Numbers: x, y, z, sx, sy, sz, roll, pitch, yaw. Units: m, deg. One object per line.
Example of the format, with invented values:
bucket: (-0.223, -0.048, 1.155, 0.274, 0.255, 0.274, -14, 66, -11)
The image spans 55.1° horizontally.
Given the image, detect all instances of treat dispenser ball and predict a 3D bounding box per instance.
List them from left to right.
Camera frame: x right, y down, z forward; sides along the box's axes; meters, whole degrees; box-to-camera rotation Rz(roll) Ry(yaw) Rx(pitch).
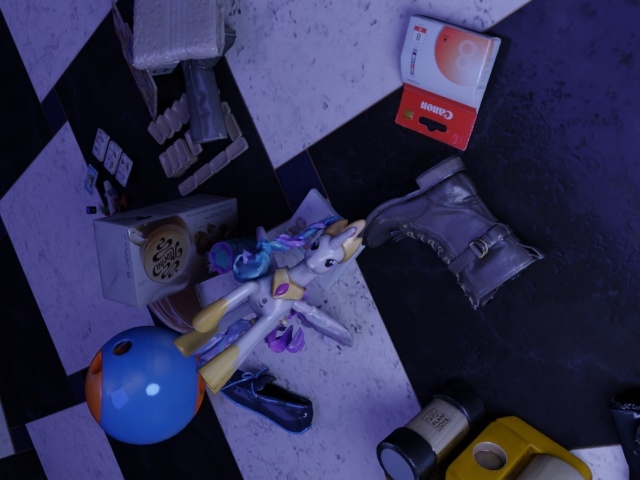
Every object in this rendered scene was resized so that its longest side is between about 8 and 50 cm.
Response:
treat dispenser ball: (-0.433, 0.357, 1.528, 0.288, 0.288, 0.288, 14, 113, 37)

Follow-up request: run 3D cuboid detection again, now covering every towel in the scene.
towel: (-0.278, -0.473, 1.194, 0.187, 0.049, 0.282, -5, 78, 17)

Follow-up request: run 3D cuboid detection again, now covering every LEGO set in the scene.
LEGO set: (-0.564, -0.151, 1.649, 0.182, 0.060, 0.244, 41, 119, 30)

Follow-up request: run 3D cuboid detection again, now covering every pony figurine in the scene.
pony figurine: (-0.080, 0.115, 1.105, 0.303, 0.363, 0.351, 48, 162, 7)

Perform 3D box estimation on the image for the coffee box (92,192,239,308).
coffee box: (-0.314, 0.010, 1.304, 0.119, 0.297, 0.168, 10, 109, 35)

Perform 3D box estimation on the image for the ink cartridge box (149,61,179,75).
ink cartridge box: (-0.357, -0.420, 1.332, 0.180, 0.060, 0.104, -165, 63, -69)

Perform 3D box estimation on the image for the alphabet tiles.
alphabet tiles: (-0.421, -0.408, 1.389, 0.237, 0.009, 0.198, 65, 162, 4)

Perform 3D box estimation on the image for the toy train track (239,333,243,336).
toy train track: (-0.190, 0.217, 1.458, 0.048, 0.014, 0.083, -38, 84, 34)

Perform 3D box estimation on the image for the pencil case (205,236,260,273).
pencil case: (-0.170, 0.030, 1.285, 0.064, 0.151, 0.070, 27, 105, 21)

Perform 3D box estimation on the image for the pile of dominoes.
pile of dominoes: (-0.274, -0.233, 1.382, 0.251, 0.040, 0.196, -29, 82, 34)

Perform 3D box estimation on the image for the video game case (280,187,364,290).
video game case: (0.000, 0.000, 1.220, 0.157, 0.019, 0.143, 50, 129, 17)

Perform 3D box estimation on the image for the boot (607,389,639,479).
boot: (0.524, 0.311, 0.822, 0.246, 0.094, 0.207, -2, 107, 47)

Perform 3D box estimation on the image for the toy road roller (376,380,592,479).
toy road roller: (0.258, 0.422, 1.027, 0.329, 0.202, 0.241, 28, 133, 37)

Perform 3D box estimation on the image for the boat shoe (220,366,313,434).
boat shoe: (-0.122, 0.340, 1.398, 0.258, 0.109, 0.089, 21, 111, 16)

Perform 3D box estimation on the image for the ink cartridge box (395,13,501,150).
ink cartridge box: (0.185, -0.248, 0.966, 0.145, 0.045, 0.179, 30, 119, 31)

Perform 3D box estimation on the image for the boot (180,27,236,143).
boot: (-0.224, -0.312, 1.261, 0.189, 0.076, 0.208, -7, 88, 51)

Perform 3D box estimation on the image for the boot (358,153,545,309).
boot: (0.200, 0.012, 1.006, 0.263, 0.091, 0.229, -40, 77, 39)

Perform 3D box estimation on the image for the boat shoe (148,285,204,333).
boat shoe: (-0.375, 0.081, 1.502, 0.324, 0.123, 0.116, 54, 129, 11)
